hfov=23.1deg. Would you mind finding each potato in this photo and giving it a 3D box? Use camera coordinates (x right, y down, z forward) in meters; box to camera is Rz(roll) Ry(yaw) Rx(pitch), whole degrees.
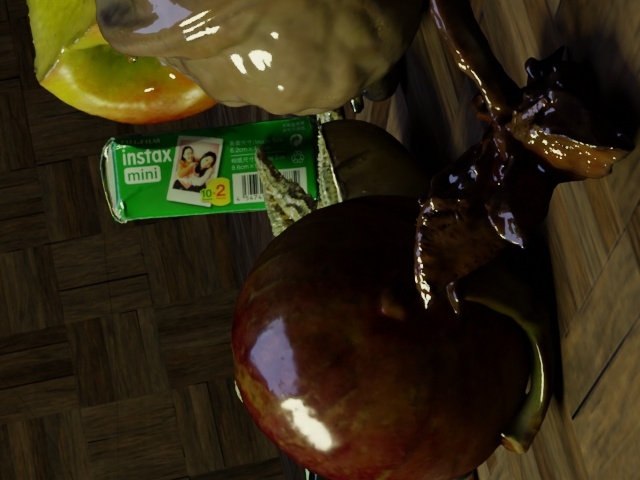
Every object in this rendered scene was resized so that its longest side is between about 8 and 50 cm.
[{"bbox_3d":[0.055,-0.024,1.177,0.200,0.081,0.164,-111,3,-67],"label":"potato"},{"bbox_3d":[0.038,-0.154,1.226,0.046,0.045,0.092,-20,-77,-61],"label":"potato"}]

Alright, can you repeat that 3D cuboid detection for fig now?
[{"bbox_3d":[0.051,0.060,0.973,0.205,0.205,0.205,169,90,-83],"label":"fig"}]

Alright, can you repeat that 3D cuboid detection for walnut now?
[{"bbox_3d":[-0.049,-0.211,1.093,0.273,0.227,0.273,168,90,-77],"label":"walnut"}]

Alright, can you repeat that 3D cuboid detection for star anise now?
[{"bbox_3d":[0.073,-0.072,0.773,0.158,0.144,0.140,-36,27,51],"label":"star anise"}]

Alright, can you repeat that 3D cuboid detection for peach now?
[{"bbox_3d":[-0.135,-0.316,1.477,0.242,0.306,0.380,-31,60,36],"label":"peach"}]

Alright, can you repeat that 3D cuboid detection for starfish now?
[{"bbox_3d":[0.003,-0.001,1.537,0.347,0.078,0.357,178,101,-72],"label":"starfish"}]

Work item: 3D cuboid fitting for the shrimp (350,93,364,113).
[{"bbox_3d":[-0.034,-0.192,1.321,0.035,0.148,0.195,-150,46,-77],"label":"shrimp"}]

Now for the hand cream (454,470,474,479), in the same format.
[{"bbox_3d":[0.124,0.261,1.278,0.052,0.038,0.216,-50,-53,-68],"label":"hand cream"}]

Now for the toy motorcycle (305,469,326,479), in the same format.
[{"bbox_3d":[0.049,0.296,1.355,0.196,0.125,0.331,-142,49,-73],"label":"toy motorcycle"}]

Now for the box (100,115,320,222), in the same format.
[{"bbox_3d":[-0.124,-0.082,1.783,0.180,0.250,0.103,-155,61,-82],"label":"box"}]
